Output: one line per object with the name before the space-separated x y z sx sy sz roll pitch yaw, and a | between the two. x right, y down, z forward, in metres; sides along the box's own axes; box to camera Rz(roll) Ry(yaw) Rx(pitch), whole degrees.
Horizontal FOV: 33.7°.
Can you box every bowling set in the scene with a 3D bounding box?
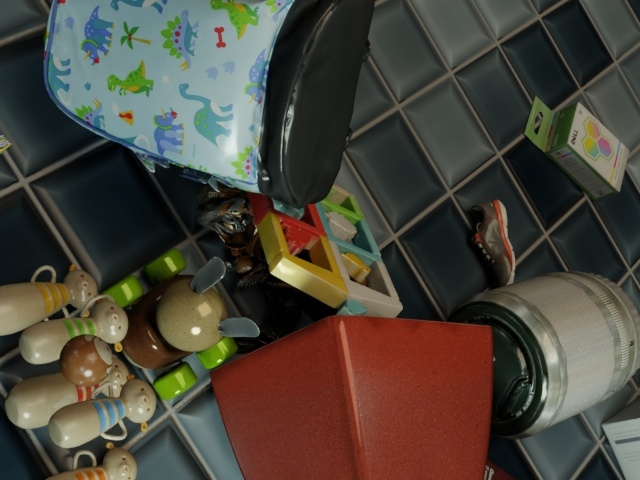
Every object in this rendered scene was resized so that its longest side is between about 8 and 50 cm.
bowling set | -0.243 0.152 1.160 0.154 0.200 0.287 -16 87 -43

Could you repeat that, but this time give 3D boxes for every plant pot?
plant pot | 0.053 0.246 1.300 0.267 0.267 0.235 7 65 -38

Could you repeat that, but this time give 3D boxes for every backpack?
backpack | -0.154 -0.215 1.273 0.273 0.356 0.290 -19 130 -54

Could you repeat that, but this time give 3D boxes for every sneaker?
sneaker | 0.277 0.011 1.746 0.065 0.061 0.157 -4 72 -12

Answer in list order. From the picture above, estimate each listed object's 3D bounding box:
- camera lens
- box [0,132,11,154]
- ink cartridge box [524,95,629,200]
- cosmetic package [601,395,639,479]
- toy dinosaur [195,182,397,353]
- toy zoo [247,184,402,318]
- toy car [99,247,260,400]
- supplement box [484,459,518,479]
camera lens | 0.333 0.167 1.605 0.274 0.219 0.219 -12 81 -42
box | -0.432 -0.076 1.184 0.059 0.054 0.169 50 50 -12
ink cartridge box | 0.480 -0.182 1.972 0.209 0.062 0.109 38 53 -21
cosmetic package | 0.639 0.371 1.833 0.224 0.138 0.224 -21 88 -42
toy dinosaur | -0.023 0.036 1.424 0.322 0.164 0.218 14 45 -12
toy zoo | 0.000 0.000 1.358 0.192 0.030 0.293 24 28 -31
toy car | -0.146 0.083 1.265 0.149 0.188 0.155 -35 97 -42
supplement box | 0.194 0.396 1.418 0.194 0.191 0.129 36 54 -24
